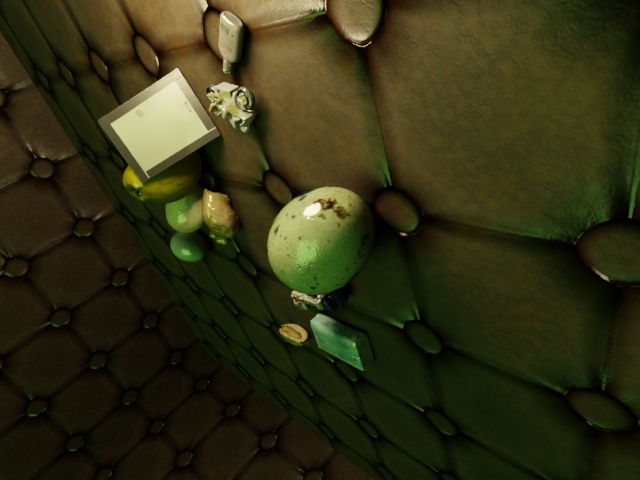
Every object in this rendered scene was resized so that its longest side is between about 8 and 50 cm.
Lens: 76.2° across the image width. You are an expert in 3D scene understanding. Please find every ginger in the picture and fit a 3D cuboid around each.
[{"bbox_3d":[-0.425,-0.101,1.734,0.138,0.152,0.267,1,126,14],"label":"ginger"}]

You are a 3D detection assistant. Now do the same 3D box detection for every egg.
[{"bbox_3d":[-0.703,0.029,2.188,0.231,0.168,0.167,19,138,33],"label":"egg"},{"bbox_3d":[0.000,0.000,1.161,0.288,0.288,0.379,43,138,11],"label":"egg"}]

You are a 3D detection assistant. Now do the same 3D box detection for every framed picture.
[{"bbox_3d":[-0.567,-0.399,1.443,0.264,0.347,0.016,57,-174,-14],"label":"framed picture"}]

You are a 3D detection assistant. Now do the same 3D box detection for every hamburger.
[{"bbox_3d":[-0.119,0.476,2.033,0.176,0.087,0.102,12,146,35],"label":"hamburger"}]

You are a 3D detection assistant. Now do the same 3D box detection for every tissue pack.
[{"bbox_3d":[0.086,0.422,1.703,0.263,0.089,0.177,14,133,43],"label":"tissue pack"}]

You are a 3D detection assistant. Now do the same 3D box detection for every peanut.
[{"bbox_3d":[-0.495,-0.015,1.991,0.113,0.054,0.053,33,146,19],"label":"peanut"}]

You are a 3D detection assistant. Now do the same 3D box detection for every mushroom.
[{"bbox_3d":[-0.585,-0.147,1.838,0.246,0.202,0.245,-8,77,37],"label":"mushroom"}]

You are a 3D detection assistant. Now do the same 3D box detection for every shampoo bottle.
[{"bbox_3d":[-0.248,-0.535,1.123,0.080,0.040,0.165,42,149,9],"label":"shampoo bottle"}]

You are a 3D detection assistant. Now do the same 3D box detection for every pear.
[{"bbox_3d":[-0.619,-0.275,1.625,0.253,0.307,0.252,25,144,20],"label":"pear"}]

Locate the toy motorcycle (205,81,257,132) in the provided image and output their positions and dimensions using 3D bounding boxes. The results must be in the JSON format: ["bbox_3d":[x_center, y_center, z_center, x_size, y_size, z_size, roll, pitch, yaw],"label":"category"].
[{"bbox_3d":[-0.264,-0.405,1.257,0.225,0.073,0.152,20,141,38],"label":"toy motorcycle"}]

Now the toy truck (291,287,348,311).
[{"bbox_3d":[-0.012,0.183,1.479,0.213,0.177,0.161,10,133,46],"label":"toy truck"}]
